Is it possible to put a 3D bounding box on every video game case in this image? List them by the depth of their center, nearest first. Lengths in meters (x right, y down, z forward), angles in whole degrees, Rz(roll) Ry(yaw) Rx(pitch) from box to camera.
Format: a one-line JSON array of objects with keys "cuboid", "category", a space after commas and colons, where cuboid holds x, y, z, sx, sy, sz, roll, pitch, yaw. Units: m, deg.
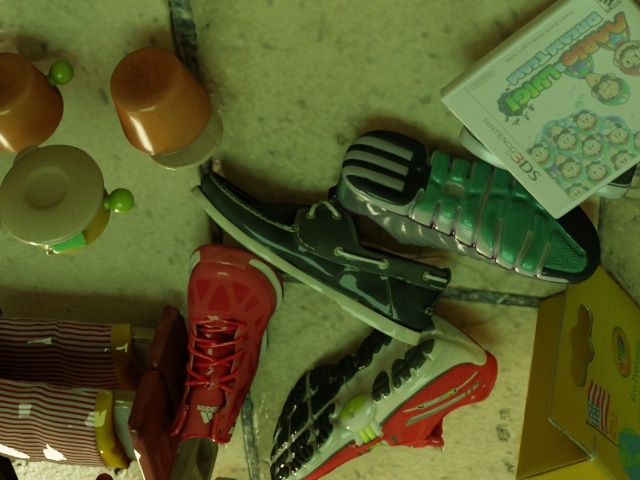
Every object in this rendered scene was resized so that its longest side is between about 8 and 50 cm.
[{"cuboid": [0.194, -0.107, 1.400, 0.157, 0.019, 0.143, -37, 114, 21], "category": "video game case"}]

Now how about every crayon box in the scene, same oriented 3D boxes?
[{"cuboid": [0.266, 0.175, 1.586, 0.081, 0.202, 0.318, -23, 125, 34], "category": "crayon box"}]

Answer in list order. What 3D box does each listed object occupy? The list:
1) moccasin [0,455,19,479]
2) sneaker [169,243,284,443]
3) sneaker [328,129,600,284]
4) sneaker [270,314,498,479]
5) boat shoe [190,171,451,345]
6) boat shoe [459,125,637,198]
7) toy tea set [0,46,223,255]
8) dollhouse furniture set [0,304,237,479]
[{"cuboid": [-0.372, 0.263, 1.829, 0.147, 0.139, 0.380, -21, 135, -3], "category": "moccasin"}, {"cuboid": [-0.084, 0.104, 1.633, 0.087, 0.128, 0.221, 7, 149, 7], "category": "sneaker"}, {"cuboid": [0.117, -0.020, 1.526, 0.223, 0.083, 0.098, 24, 158, -5], "category": "sneaker"}, {"cuboid": [0.054, 0.166, 1.708, 0.118, 0.107, 0.279, 26, 139, -26], "category": "sneaker"}, {"cuboid": [0.000, 0.000, 1.579, 0.233, 0.084, 0.079, 30, 98, -7], "category": "boat shoe"}, {"cuboid": [0.180, -0.074, 1.462, 0.142, 0.049, 0.040, 17, 121, -6], "category": "boat shoe"}, {"cuboid": [-0.242, -0.053, 1.504, 0.336, 0.200, 0.124, -2, 153, 14], "category": "toy tea set"}, {"cuboid": [-0.208, 0.228, 1.783, 0.201, 0.152, 0.374, 2, 136, 14], "category": "dollhouse furniture set"}]
